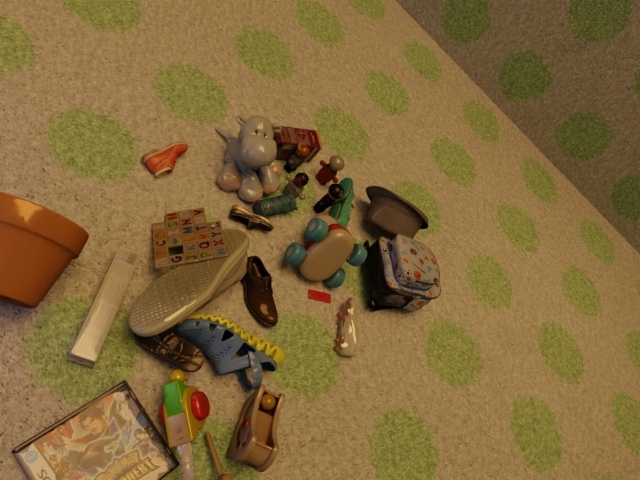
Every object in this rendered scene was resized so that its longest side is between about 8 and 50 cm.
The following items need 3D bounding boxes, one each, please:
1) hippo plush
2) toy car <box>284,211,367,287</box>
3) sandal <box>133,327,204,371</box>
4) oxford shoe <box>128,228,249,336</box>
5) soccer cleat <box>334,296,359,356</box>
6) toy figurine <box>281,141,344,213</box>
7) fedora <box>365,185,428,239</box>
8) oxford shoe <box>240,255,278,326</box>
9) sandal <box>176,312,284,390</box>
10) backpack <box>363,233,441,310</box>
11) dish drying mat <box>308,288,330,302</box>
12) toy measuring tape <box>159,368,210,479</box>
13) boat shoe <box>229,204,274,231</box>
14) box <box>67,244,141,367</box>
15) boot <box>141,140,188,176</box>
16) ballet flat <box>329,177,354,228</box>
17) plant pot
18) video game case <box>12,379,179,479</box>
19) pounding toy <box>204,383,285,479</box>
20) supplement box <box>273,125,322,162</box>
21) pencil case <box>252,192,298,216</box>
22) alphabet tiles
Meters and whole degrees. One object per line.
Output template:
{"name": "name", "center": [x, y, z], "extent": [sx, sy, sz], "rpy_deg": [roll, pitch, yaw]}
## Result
{"name": "hippo plush", "center": [-0.200, -0.296, 1.764], "extent": [0.234, 0.236, 0.294], "rpy_deg": [12, 58, -27]}
{"name": "toy car", "center": [0.000, 0.000, 1.793], "extent": [0.219, 0.210, 0.238], "rpy_deg": [32, 20, -30]}
{"name": "sandal", "center": [-0.400, 0.273, 1.407], "extent": [0.219, 0.060, 0.090], "rpy_deg": [31, 64, 5]}
{"name": "oxford shoe", "center": [-0.336, 0.128, 1.469], "extent": [0.169, 0.130, 0.449], "rpy_deg": [16, 37, 21]}
{"name": "soccer cleat", "center": [0.095, 0.283, 1.735], "extent": [0.076, 0.068, 0.196], "rpy_deg": [25, 59, -25]}
{"name": "toy figurine", "center": [-0.023, -0.225, 1.898], "extent": [0.210, 0.148, 0.213], "rpy_deg": [21, 54, -22]}
{"name": "fedora", "center": [0.264, -0.079, 1.986], "extent": [0.275, 0.244, 0.124], "rpy_deg": [33, 79, -25]}
{"name": "oxford shoe", "center": [-0.180, 0.151, 1.608], "extent": [0.083, 0.096, 0.227], "rpy_deg": [-14, 74, -40]}
{"name": "sandal", "center": [-0.250, 0.306, 1.456], "extent": [0.317, 0.126, 0.138], "rpy_deg": [29, 55, -14]}
{"name": "backpack", "center": [0.300, 0.117, 1.883], "extent": [0.263, 0.213, 0.276], "rpy_deg": [23, 49, -34]}
{"name": "dish drying mat", "center": [-0.003, 0.184, 1.763], "extent": [0.083, 0.008, 0.032], "rpy_deg": [17, 56, -26]}
{"name": "toy measuring tape", "center": [-0.320, 0.480, 1.310], "extent": [0.121, 0.121, 0.330], "rpy_deg": [-3, 67, -35]}
{"name": "boat shoe", "center": [-0.226, -0.061, 1.735], "extent": [0.152, 0.056, 0.049], "rpy_deg": [25, 57, -7]}
{"name": "box", "center": [-0.553, 0.163, 1.376], "extent": [0.067, 0.063, 0.323], "rpy_deg": [23, 53, -19]}
{"name": "boot", "center": [-0.475, -0.256, 1.684], "extent": [0.158, 0.059, 0.084], "rpy_deg": [-33, 87, -33]}
{"name": "ballet flat", "center": [0.083, -0.122, 1.966], "extent": [0.087, 0.083, 0.247], "rpy_deg": [49, 43, -33]}
{"name": "plant pot", "center": [-0.716, 0.030, 1.224], "extent": [0.291, 0.291, 0.203], "rpy_deg": [22, 69, -21]}
{"name": "video game case", "center": [-0.506, 0.501, 1.225], "extent": [0.275, 0.035, 0.248], "rpy_deg": [-30, 82, -41]}
{"name": "pounding toy", "center": [-0.193, 0.487, 1.351], "extent": [0.155, 0.154, 0.269], "rpy_deg": [31, 46, -15]}
{"name": "supplement box", "center": [-0.103, -0.352, 1.951], "extent": [0.188, 0.104, 0.080], "rpy_deg": [0, 63, -33]}
{"name": "pencil case", "center": [-0.153, -0.114, 1.803], "extent": [0.152, 0.070, 0.064], "rpy_deg": [-15, 39, -37]}
{"name": "alphabet tiles", "center": [-0.382, -0.016, 1.539], "extent": [0.198, 0.009, 0.237], "rpy_deg": [-10, 42, -12]}
